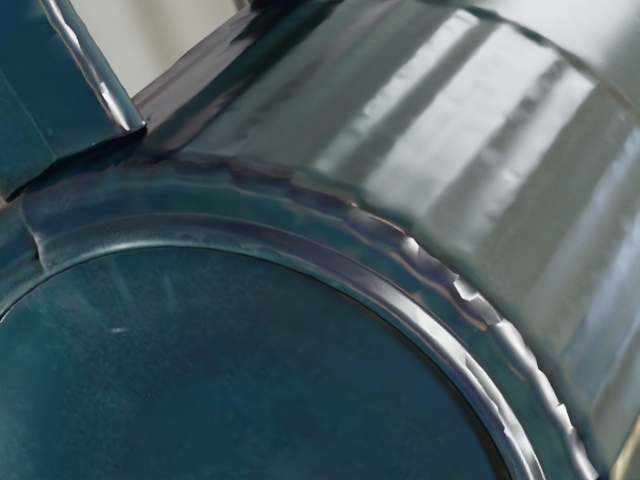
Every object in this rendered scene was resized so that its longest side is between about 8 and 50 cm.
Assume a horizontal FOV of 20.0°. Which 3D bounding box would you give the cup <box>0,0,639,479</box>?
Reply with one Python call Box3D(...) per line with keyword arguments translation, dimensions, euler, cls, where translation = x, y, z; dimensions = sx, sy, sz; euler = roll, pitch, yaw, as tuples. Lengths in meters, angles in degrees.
Box3D(translation=(0.018, 0.004, 0.618), dimensions=(0.292, 0.242, 0.308), euler=(-49, 140, -60), cls="cup")
